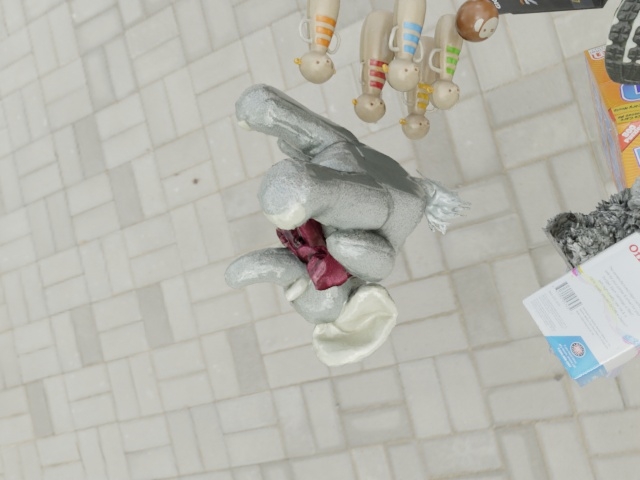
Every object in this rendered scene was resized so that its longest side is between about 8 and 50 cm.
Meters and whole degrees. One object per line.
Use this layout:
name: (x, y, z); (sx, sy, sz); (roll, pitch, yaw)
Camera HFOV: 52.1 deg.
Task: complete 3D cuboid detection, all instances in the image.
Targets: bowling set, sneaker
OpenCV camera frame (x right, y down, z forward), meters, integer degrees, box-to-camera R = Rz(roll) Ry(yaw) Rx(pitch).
bowling set: (0.122, -0.232, 0.851); (0.200, 0.287, 0.154); (6, 89, 48)
sneaker: (0.601, -0.477, 1.139); (0.158, 0.182, 0.410); (12, 124, 8)

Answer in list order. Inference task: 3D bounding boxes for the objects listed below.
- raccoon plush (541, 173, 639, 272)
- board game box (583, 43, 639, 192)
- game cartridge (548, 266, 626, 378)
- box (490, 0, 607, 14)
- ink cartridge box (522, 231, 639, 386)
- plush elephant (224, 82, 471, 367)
raccoon plush: (0.587, -0.034, 1.204); (0.299, 0.446, 0.216); (-37, 85, 12)
board game box: (0.910, -0.303, 1.651); (0.356, 0.356, 0.356); (-15, 41, 19)
game cartridge: (0.651, 0.157, 1.524); (0.198, 0.062, 0.297); (22, 105, 49)
box: (0.443, -0.622, 1.405); (0.293, 0.295, 0.073); (18, 68, 51)
ink cartridge box: (0.264, 0.064, 0.598); (0.122, 0.052, 0.088); (-34, 56, 14)
plush elephant: (0.000, 0.000, 0.833); (0.255, 0.330, 0.272); (-57, 37, 25)
